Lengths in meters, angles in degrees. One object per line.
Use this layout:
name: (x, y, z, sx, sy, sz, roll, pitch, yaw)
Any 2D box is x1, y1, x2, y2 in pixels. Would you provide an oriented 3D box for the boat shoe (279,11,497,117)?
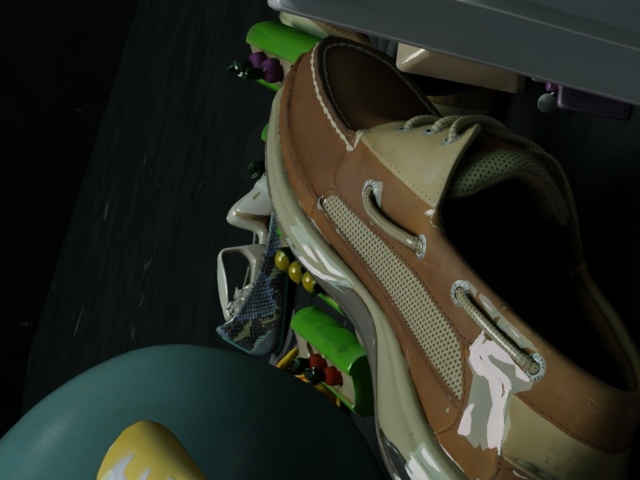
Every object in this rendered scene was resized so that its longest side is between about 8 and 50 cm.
boat shoe: (0.029, -0.098, 1.158, 0.285, 0.105, 0.089, -126, 46, -69)

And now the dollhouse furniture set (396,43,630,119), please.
dollhouse furniture set: (0.092, -0.104, 0.892, 0.081, 0.114, 0.091, 138, 140, -75)

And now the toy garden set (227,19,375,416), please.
toy garden set: (0.000, 0.000, 1.097, 0.204, 0.049, 0.244, -146, 44, -64)

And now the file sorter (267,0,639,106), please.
file sorter: (0.121, -0.203, 0.705, 0.173, 0.193, 0.277, -152, 76, -73)

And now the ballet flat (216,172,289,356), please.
ballet flat: (-0.051, 0.002, 1.478, 0.070, 0.070, 0.188, 130, 150, -63)

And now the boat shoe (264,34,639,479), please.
boat shoe: (0.072, 0.002, 0.838, 0.120, 0.123, 0.324, -58, 38, 31)

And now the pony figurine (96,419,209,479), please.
pony figurine: (0.003, 0.201, 0.599, 0.363, 0.303, 0.351, -10, 42, 48)

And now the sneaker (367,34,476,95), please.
sneaker: (0.114, -0.193, 0.949, 0.296, 0.105, 0.147, -47, 52, 38)

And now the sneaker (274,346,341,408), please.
sneaker: (-0.013, 0.126, 1.213, 0.067, 0.064, 0.175, -62, 20, 18)

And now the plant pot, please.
plant pot: (-0.083, 0.202, 0.991, 0.293, 0.293, 0.235, 120, 173, -50)
